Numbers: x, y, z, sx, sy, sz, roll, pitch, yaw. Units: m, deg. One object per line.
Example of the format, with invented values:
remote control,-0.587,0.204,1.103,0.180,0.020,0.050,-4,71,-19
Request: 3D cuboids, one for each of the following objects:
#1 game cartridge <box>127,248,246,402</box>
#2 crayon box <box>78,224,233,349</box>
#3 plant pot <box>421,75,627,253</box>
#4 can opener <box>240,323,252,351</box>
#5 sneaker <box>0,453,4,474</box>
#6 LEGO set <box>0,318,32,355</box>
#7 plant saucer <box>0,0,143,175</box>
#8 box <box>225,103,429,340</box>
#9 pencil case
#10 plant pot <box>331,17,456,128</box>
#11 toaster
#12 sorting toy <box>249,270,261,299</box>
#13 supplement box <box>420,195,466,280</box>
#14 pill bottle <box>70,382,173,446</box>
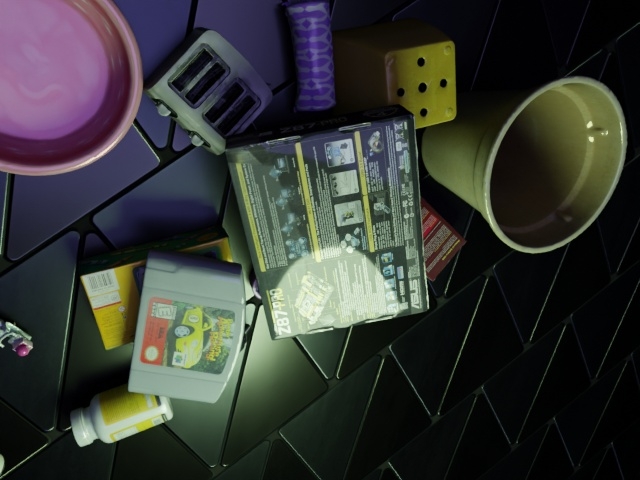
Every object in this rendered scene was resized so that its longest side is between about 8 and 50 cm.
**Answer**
game cartridge,-0.244,0.170,0.993,0.196,0.060,0.294,9,108,-13
crayon box,-0.306,0.088,1.040,0.279,0.081,0.165,-16,116,-18
plant pot,0.385,-0.185,1.104,0.334,0.305,0.333,-9,114,-20
can opener,-0.183,0.186,1.107,0.059,0.186,0.073,24,61,8
sneaker,-0.759,0.458,0.975,0.283,0.107,0.124,-32,128,-20
LEGO set,-0.662,0.258,0.937,0.287,0.107,0.132,-47,121,-1
plant saucer,-0.455,-0.271,0.828,0.332,0.084,0.332,-9,114,-21
box,0.024,-0.021,0.968,0.318,0.097,0.394,-12,117,-4
pencil case,-0.020,-0.346,0.992,0.088,0.086,0.206,0,113,15
plant pot,0.149,-0.304,1.021,0.212,0.187,0.212,-17,116,-18
toaster,-0.191,-0.266,0.931,0.185,0.110,0.168,-47,122,-1
sorting toy,0.000,0.000,1.115,0.365,0.126,0.127,-46,121,-2
supplement box,0.217,-0.024,1.230,0.239,0.073,0.130,39,93,-30
pill bottle,-0.407,0.352,1.089,0.184,0.103,0.103,-17,116,-17
